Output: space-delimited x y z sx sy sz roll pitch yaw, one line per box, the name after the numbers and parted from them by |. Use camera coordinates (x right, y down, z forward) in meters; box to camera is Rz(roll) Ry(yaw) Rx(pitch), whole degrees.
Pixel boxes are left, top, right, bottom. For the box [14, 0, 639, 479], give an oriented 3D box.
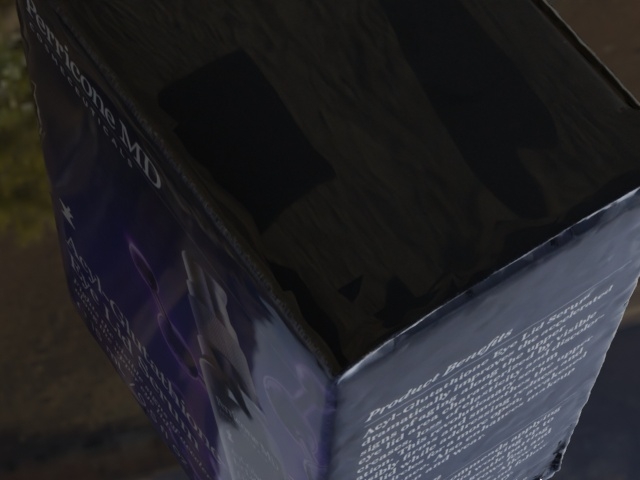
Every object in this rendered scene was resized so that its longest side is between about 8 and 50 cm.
0.000 0.000 0.504 0.108 0.153 0.207 -30 155 -18 | box
